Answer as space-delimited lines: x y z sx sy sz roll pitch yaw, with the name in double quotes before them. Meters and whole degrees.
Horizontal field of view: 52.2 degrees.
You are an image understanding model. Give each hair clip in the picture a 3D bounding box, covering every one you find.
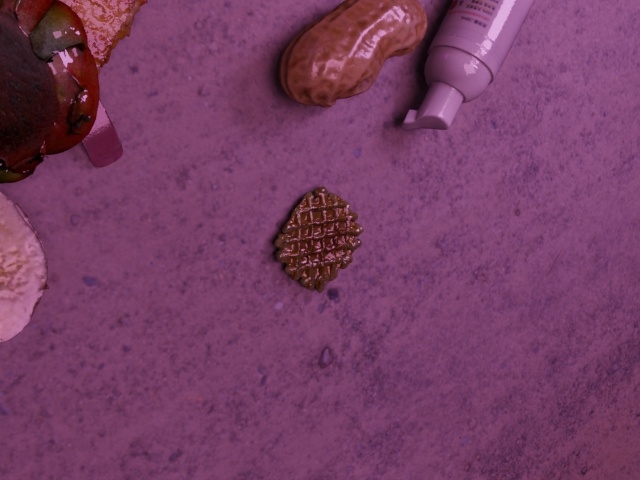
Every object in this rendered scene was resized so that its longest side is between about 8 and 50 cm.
"hair clip" -0.349 -0.179 0.996 0.054 0.022 0.137 -29 113 -20

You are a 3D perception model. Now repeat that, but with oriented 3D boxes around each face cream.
"face cream" 0.284 -0.362 1.267 0.145 0.145 0.369 30 84 -31

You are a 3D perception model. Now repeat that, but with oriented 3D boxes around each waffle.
"waffle" 0.000 0.000 1.229 0.169 0.036 0.183 42 78 -31

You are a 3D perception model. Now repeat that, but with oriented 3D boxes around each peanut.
"peanut" 0.067 -0.344 1.144 0.325 0.140 0.153 -33 101 -23

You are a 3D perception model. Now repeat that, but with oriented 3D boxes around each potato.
"potato" -0.521 0.021 0.881 0.299 0.116 0.239 21 82 -21

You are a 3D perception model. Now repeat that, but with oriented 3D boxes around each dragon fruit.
"dragon fruit" -0.419 -0.209 0.845 0.295 0.130 0.268 -14 119 12

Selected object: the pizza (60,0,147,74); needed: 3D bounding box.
"pizza" -0.344 -0.368 0.924 0.226 0.086 0.335 -16 107 -24
